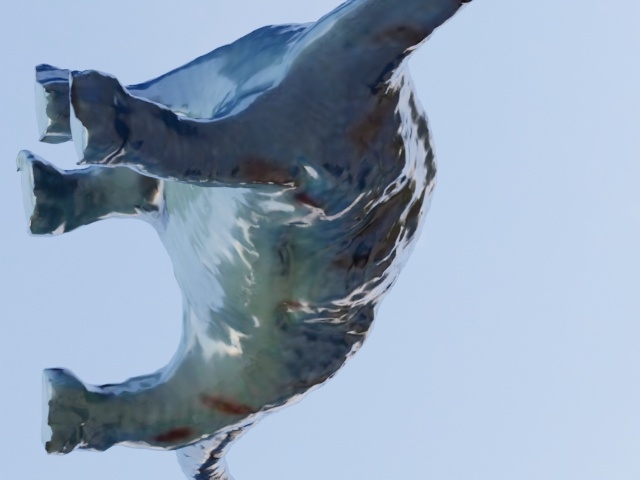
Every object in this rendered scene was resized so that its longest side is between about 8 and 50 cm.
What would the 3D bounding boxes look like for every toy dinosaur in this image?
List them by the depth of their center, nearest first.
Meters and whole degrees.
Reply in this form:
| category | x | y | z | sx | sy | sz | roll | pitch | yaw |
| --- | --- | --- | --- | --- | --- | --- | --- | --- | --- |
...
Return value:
| category | x | y | z | sx | sy | sz | roll | pitch | yaw |
| --- | --- | --- | --- | --- | --- | --- | --- | --- | --- |
| toy dinosaur | -0.023 | -0.008 | 0.539 | 0.144 | 0.076 | 0.329 | 2 | -44 | -27 |
